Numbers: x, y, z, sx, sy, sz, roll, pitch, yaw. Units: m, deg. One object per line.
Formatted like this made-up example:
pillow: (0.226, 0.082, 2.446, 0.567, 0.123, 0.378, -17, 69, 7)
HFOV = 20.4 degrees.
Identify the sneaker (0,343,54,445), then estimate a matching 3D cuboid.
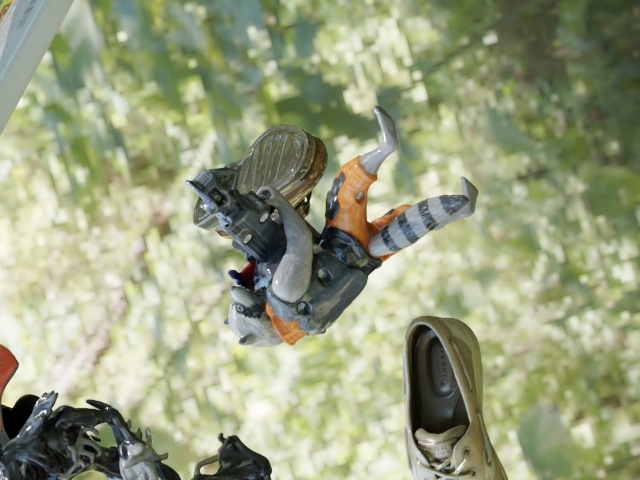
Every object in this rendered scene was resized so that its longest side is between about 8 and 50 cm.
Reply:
sneaker: (-0.313, 0.247, 1.780, 0.131, 0.148, 0.350, 42, 153, 41)

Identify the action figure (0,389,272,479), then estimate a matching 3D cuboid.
action figure: (-0.183, 0.222, 1.562, 0.141, 0.275, 0.164, -107, 35, -51)

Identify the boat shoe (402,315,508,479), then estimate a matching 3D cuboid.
boat shoe: (0.156, 0.263, 2.226, 0.110, 0.121, 0.341, 16, -119, -65)

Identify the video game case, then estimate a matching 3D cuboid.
video game case: (-0.289, -0.131, 1.491, 0.026, 0.227, 0.206, 35, 154, -26)

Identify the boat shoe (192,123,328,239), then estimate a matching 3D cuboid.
boat shoe: (-0.059, -0.074, 2.430, 0.307, 0.104, 0.111, -22, 49, 58)

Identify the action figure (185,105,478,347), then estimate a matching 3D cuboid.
action figure: (0.000, 0.000, 2.125, 0.341, 0.330, 0.178, 31, -163, -53)
